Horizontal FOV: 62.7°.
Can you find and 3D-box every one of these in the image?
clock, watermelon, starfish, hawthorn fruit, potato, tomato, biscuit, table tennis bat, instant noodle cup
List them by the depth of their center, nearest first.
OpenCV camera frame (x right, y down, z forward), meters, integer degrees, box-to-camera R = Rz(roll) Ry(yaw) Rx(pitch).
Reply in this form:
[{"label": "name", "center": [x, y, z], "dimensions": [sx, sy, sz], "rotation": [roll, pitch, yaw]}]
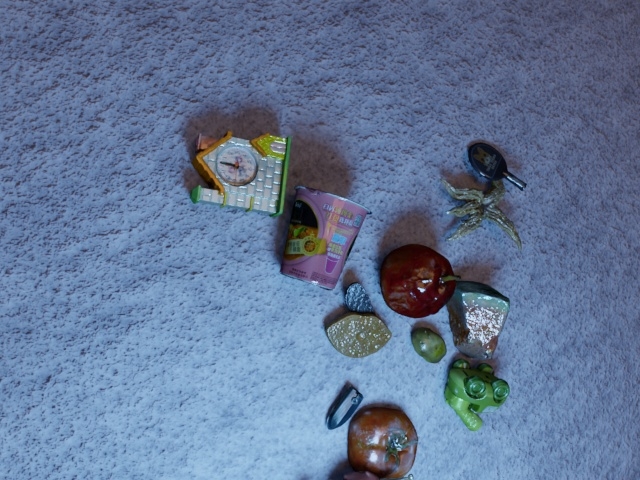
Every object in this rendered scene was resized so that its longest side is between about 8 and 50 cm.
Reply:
[{"label": "clock", "center": [-0.226, -0.194, 1.460], "dimensions": [0.255, 0.106, 0.220], "rotation": [8, 82, -21]}, {"label": "instant noodle cup", "center": [0.000, 0.000, 1.486], "dimensions": [0.243, 0.244, 0.255], "rotation": [19, 85, -19]}, {"label": "tomato", "center": [0.194, 0.610, 1.566], "dimensions": [0.236, 0.095, 0.237], "rotation": [2, 84, -22]}, {"label": "hawthorn fruit", "center": [0.311, 0.113, 1.573], "dimensions": [0.230, 0.266, 0.210], "rotation": [53, 51, -14]}, {"label": "biscuit", "center": [0.114, 0.286, 1.582], "dimensions": [0.220, 0.029, 0.142], "rotation": [5, 100, -21]}, {"label": "potato", "center": [0.347, 0.333, 1.664], "dimensions": [0.138, 0.070, 0.092], "rotation": [39, 74, -15]}, {"label": "watermelon", "center": [0.490, 0.270, 1.687], "dimensions": [0.139, 0.193, 0.257], "rotation": [-2, 100, -21]}, {"label": "starfish", "center": [0.516, -0.089, 1.756], "dimensions": [0.293, 0.084, 0.302], "rotation": [-7, 81, -26]}, {"label": "table tennis bat", "center": [0.609, -0.250, 1.813], "dimensions": [0.236, 0.027, 0.150], "rotation": [35, 56, -1]}]

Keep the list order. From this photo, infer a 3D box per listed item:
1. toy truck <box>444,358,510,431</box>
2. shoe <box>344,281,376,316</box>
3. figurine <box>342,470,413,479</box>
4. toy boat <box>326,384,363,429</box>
[{"label": "toy truck", "center": [0.479, 0.491, 1.676], "dimensions": [0.187, 0.148, 0.211], "rotation": [31, 100, -19]}, {"label": "shoe", "center": [0.119, 0.199, 1.601], "dimensions": [0.071, 0.049, 0.179], "rotation": [-32, 115, -6]}, {"label": "figurine", "center": [0.080, 0.739, 1.446], "dimensions": [0.386, 0.166, 0.207], "rotation": [-15, 124, -5]}, {"label": "toy boat", "center": [0.066, 0.499, 1.546], "dimensions": [0.055, 0.060, 0.141], "rotation": [41, 79, -15]}]
